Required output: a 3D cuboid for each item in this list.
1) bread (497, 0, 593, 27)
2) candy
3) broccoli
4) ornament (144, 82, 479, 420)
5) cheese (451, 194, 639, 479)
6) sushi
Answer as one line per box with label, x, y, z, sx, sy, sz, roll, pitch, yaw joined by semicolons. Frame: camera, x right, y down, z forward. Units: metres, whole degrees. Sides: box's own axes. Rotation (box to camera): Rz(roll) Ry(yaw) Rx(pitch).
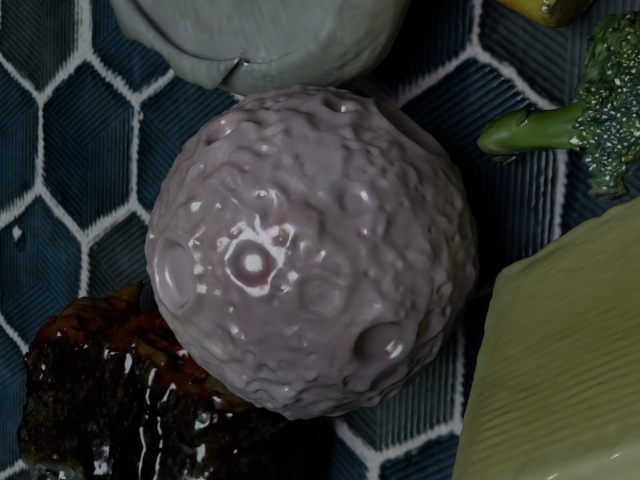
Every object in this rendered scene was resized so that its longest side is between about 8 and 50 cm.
bread;0.165;-0.263;0.803;0.094;0.102;0.245;38;145;28
candy;-0.052;-0.318;0.974;0.386;0.186;0.426;-36;71;46
broccoli;0.188;-0.088;0.844;0.204;0.118;0.122;-12;91;53
ornament;0.000;0.000;0.910;0.225;0.259;0.259;-51;61;19
cheese;0.223;0.072;0.727;0.265;0.124;0.242;-30;30;38
sushi;-0.141;0.151;1.083;0.343;0.196;0.181;6;104;41
